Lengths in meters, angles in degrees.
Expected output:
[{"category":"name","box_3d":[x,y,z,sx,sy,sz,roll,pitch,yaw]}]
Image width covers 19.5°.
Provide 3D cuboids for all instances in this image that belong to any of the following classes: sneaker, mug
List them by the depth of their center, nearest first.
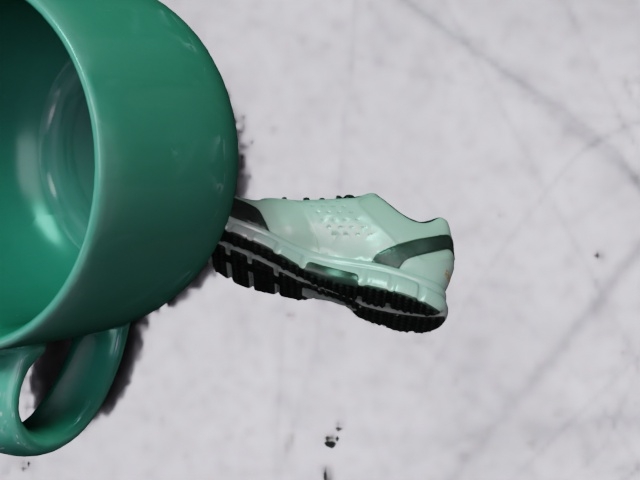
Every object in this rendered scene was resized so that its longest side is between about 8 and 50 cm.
[{"category":"mug","box_3d":[-0.099,-0.019,0.668,0.129,0.097,0.158,40,116,25]},{"category":"sneaker","box_3d":[0.000,0.000,0.710,0.109,0.040,0.044,18,64,1]}]
